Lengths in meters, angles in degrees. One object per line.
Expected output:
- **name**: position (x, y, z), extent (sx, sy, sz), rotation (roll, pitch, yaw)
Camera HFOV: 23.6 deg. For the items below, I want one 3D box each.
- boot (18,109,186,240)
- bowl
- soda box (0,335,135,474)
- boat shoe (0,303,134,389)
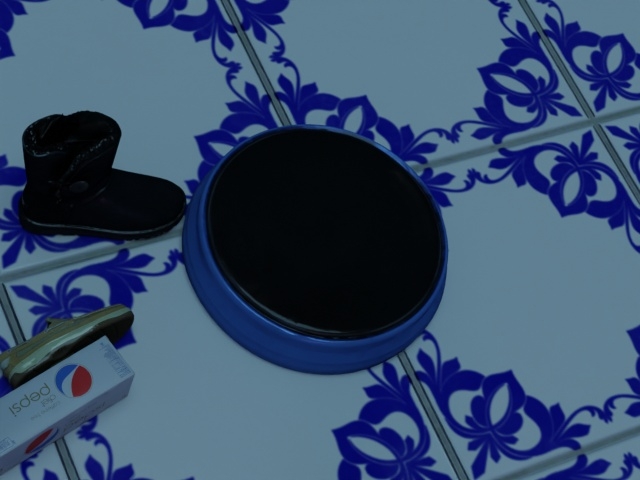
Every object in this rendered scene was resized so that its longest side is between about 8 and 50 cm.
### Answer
- **boot**: position (-0.289, -0.089, 2.093), extent (0.247, 0.207, 0.094), rotation (-2, 60, -17)
- **bowl**: position (0.000, 0.000, 2.199), extent (0.391, 0.077, 0.391), rotation (7, 58, -12)
- **soda box**: position (-0.347, 0.214, 1.972), extent (0.216, 0.074, 0.069), rotation (-31, 72, -29)
- **boat shoe**: position (-0.340, 0.126, 2.036), extent (0.190, 0.068, 0.072), rotation (-28, 59, -28)
